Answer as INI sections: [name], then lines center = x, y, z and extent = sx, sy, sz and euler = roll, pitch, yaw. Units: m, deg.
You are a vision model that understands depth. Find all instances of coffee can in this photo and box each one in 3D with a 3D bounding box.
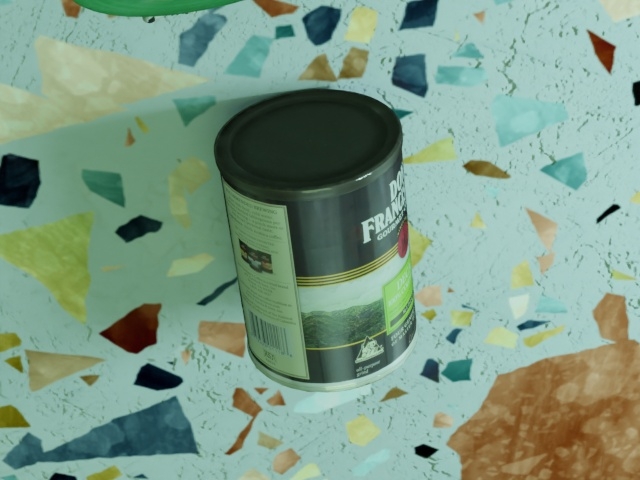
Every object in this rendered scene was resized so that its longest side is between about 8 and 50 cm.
[coffee can]
center = 0.000, 0.000, 1.813
extent = 0.202, 0.201, 0.275
euler = -7, 126, -1

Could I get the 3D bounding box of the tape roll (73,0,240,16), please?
[tape roll]
center = -0.095, -0.311, 1.541
extent = 0.321, 0.077, 0.321
euler = -17, 169, -3

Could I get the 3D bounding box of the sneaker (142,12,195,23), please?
[sneaker]
center = -0.148, -0.248, 1.727
extent = 0.083, 0.032, 0.037
euler = -31, 122, 16
